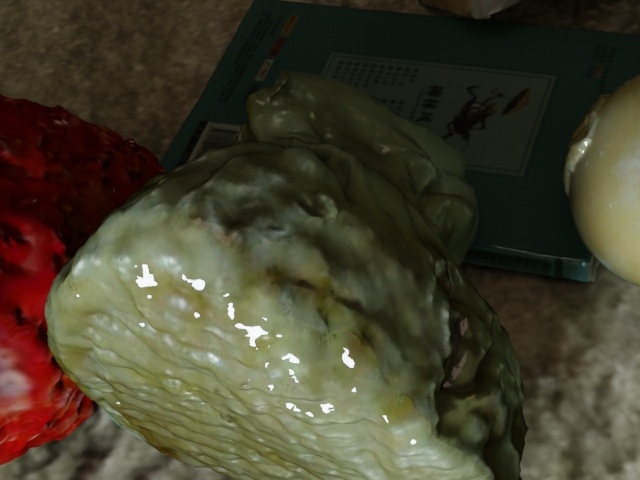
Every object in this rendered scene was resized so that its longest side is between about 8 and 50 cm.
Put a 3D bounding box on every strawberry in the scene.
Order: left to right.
[{"bbox_3d":[-0.252,0.028,0.957,0.291,0.310,0.292,-5,79,28],"label":"strawberry"}]

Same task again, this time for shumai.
[{"bbox_3d":[0.000,0.000,0.851,0.291,0.330,0.289,5,60,35],"label":"shumai"}]

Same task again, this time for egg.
[{"bbox_3d":[0.258,-0.050,0.943,0.164,0.164,0.201,26,46,31],"label":"egg"}]

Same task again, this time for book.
[{"bbox_3d":[0.070,-0.099,1.117,0.379,0.031,0.264,10,53,21],"label":"book"}]

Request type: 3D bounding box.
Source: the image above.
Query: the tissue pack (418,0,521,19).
[{"bbox_3d":[0.160,-0.363,1.109,0.238,0.306,0.238,-19,22,8],"label":"tissue pack"}]
